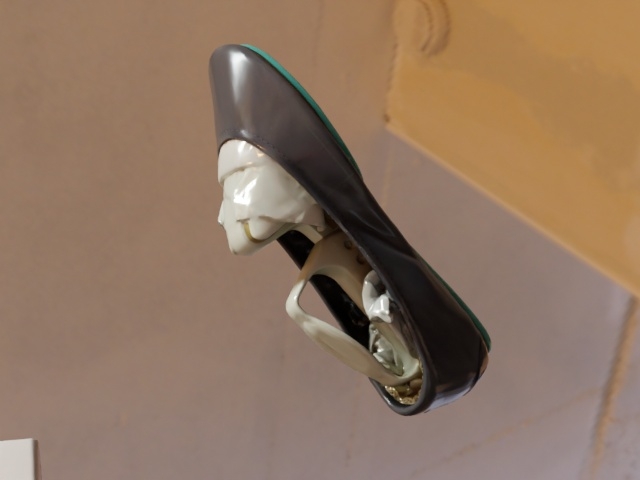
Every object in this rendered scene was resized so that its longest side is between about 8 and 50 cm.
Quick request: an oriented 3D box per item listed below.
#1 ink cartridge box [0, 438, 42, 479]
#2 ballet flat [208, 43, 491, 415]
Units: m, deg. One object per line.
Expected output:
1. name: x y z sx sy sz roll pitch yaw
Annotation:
1. ink cartridge box: -0.304 0.328 1.248 0.100 0.237 0.172 -3 -51 -11
2. ballet flat: 0.000 0.000 0.629 0.074 0.203 0.074 -38 3 2
